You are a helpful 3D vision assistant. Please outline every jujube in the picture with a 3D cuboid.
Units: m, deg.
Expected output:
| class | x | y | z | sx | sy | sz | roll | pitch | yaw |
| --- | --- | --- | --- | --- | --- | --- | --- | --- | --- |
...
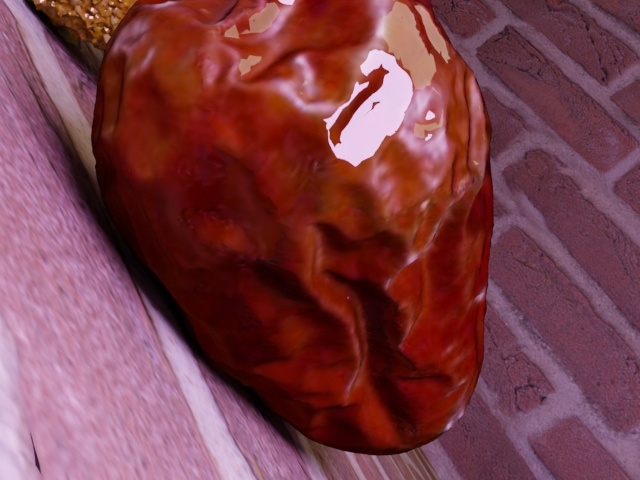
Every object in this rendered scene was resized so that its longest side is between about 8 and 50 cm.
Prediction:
| class | x | y | z | sx | sy | sz | roll | pitch | yaw |
| --- | --- | --- | --- | --- | --- | --- | --- | --- | --- |
| jujube | 0.000 | 0.000 | 0.522 | 0.216 | 0.216 | 0.342 | 57 | -7 | 46 |

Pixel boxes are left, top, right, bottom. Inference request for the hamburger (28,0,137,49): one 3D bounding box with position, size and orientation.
| class | x | y | z | sx | sy | sz | roll | pitch | yaw |
| --- | --- | --- | --- | --- | --- | --- | --- | --- | --- |
| hamburger | -0.142 | -0.291 | 0.721 | 0.294 | 0.276 | 0.179 | 50 | -7 | -37 |
